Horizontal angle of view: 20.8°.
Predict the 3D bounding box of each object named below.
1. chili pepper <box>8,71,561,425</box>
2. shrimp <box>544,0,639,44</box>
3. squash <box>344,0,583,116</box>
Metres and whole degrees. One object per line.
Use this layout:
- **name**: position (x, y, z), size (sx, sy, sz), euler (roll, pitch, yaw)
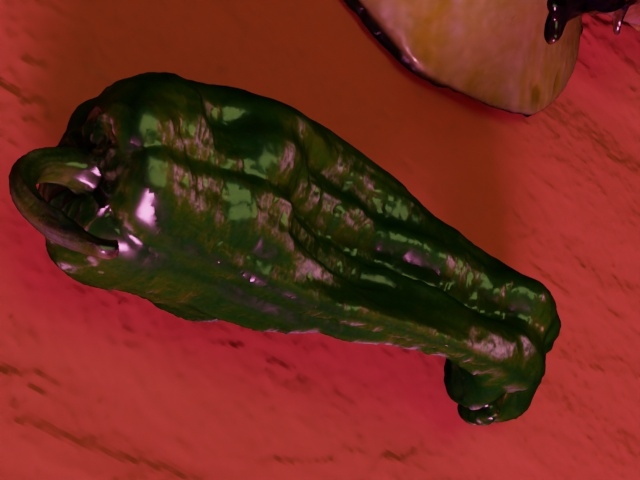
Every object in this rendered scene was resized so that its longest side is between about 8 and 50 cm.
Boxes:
- **chili pepper**: position (-0.003, 0.005, 0.611), size (0.257, 0.074, 0.100), euler (20, 54, -34)
- **shrimp**: position (0.169, -0.108, 0.805), size (0.117, 0.066, 0.262), euler (61, 31, -9)
- **squash**: position (0.035, -0.174, 0.797), size (0.237, 0.155, 0.204), euler (7, 25, -38)
